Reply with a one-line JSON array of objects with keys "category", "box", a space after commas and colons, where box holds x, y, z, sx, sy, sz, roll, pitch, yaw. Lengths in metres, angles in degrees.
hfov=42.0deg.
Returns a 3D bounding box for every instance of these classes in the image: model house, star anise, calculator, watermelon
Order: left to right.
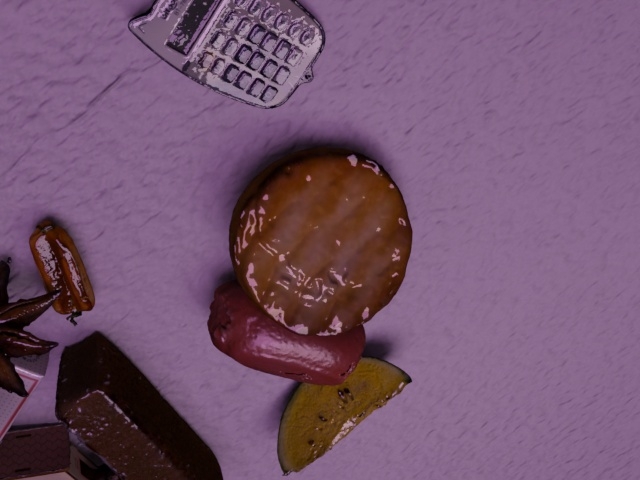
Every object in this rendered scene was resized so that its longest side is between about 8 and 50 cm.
[{"category": "star anise", "box": [-0.518, 0.153, 1.271, 0.272, 0.271, 0.102, -2, 150, -8]}, {"category": "model house", "box": [-0.524, 0.458, 1.493, 0.326, 0.169, 0.244, -33, 120, 3]}, {"category": "calculator", "box": [-0.119, -0.289, 1.168, 0.268, 0.040, 0.177, 28, 115, -25]}, {"category": "watermelon", "box": [0.030, 0.307, 1.529, 0.301, 0.129, 0.123, -42, 122, 11]}]

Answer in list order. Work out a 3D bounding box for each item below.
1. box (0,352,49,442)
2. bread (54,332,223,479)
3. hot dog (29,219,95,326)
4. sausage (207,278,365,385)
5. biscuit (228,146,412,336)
[{"category": "box", "box": [-0.646, 0.207, 1.374, 0.330, 0.095, 0.210, 27, 115, -26]}, {"category": "bread", "box": [-0.310, 0.359, 1.486, 0.113, 0.165, 0.416, -28, 122, 8]}, {"category": "hot dog", "box": [-0.409, 0.050, 1.332, 0.072, 0.055, 0.188, -8, 124, -1]}, {"category": "sausage", "box": [-0.054, 0.153, 1.405, 0.280, 0.152, 0.152, 20, 117, -20]}, {"category": "biscuit", "box": [0.000, 0.000, 1.303, 0.297, 0.102, 0.296, -3, 98, -19]}]
